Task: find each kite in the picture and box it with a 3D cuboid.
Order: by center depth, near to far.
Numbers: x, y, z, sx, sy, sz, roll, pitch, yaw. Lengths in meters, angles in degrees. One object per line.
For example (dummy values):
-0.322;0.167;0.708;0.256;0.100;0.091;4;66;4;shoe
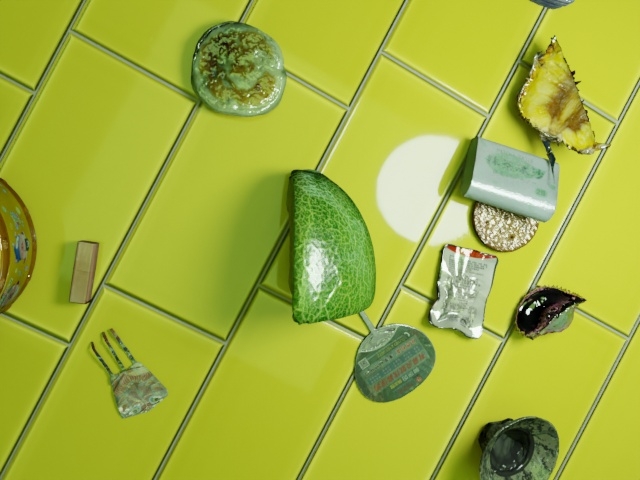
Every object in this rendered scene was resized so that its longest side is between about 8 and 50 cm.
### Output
-0.482;0.327;1.364;0.127;0.016;0.229;-33;98;-8;kite

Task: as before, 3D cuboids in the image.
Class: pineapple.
0.601;-0.322;1.425;0.158;0.161;0.334;-27;78;22;pineapple

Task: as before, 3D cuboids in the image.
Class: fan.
0.155;0.305;1.459;0.294;0.012;0.223;28;91;-9;fan

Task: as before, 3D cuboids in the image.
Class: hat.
0.494;0.544;1.468;0.265;0.128;0.266;-5;107;-17;hat

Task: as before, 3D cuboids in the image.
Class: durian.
0.603;0.195;1.488;0.186;0.119;0.108;-40;137;8;durian

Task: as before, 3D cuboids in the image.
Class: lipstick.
-0.559;0.075;1.319;0.045;0.045;0.145;10;93;-7;lipstick

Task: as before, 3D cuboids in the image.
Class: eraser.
0.481;-0.157;1.413;0.227;0.081;0.174;17;69;-3;eraser

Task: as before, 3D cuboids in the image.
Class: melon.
0.000;0.000;1.324;0.331;0.226;0.344;-10;98;-45;melon

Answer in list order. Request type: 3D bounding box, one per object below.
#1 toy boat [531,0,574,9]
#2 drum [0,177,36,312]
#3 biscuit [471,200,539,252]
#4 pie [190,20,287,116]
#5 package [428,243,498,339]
0.534;-0.703;1.409;0.283;0.078;0.127;30;90;-9;toy boat
-0.853;0.020;1.188;0.431;0.214;0.431;-1;95;-9;drum
0.488;-0.062;1.472;0.187;0.027;0.188;0;93;-7;biscuit
-0.197;-0.405;1.335;0.240;0.054;0.241;0;92;-9;pie
0.374;0.135;1.468;0.166;0.040;0.232;13;84;-12;package
